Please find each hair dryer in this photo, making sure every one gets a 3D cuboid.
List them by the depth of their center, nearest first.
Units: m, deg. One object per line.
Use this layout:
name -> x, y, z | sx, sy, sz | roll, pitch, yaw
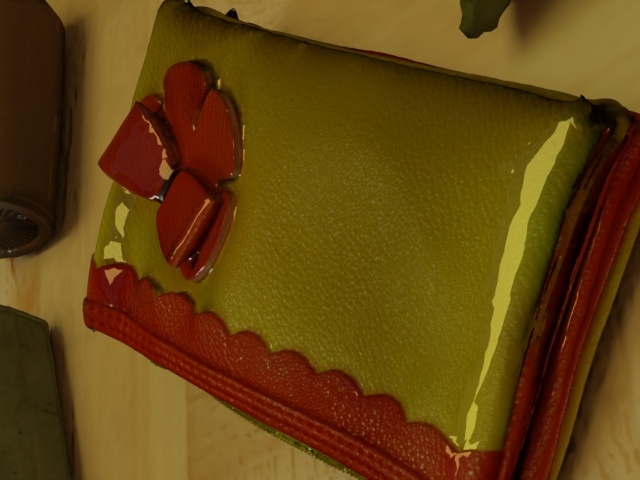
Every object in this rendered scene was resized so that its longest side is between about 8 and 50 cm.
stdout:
hair dryer -> -0.180, -0.032, 0.903 | 0.182, 0.064, 0.117 | -33, 50, 47

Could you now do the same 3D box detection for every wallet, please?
wallet -> 0.000, 0.000, 0.647 | 0.241, 0.067, 0.141 | 21, 94, 53

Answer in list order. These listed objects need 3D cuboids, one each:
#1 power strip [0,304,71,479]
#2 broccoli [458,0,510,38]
power strip -> -0.130, 0.141, 0.763 | 0.078, 0.052, 0.272 | -42, 45, 33
broccoli -> 0.086, -0.238, 0.539 | 0.302, 0.186, 0.254 | -24, 66, 38
